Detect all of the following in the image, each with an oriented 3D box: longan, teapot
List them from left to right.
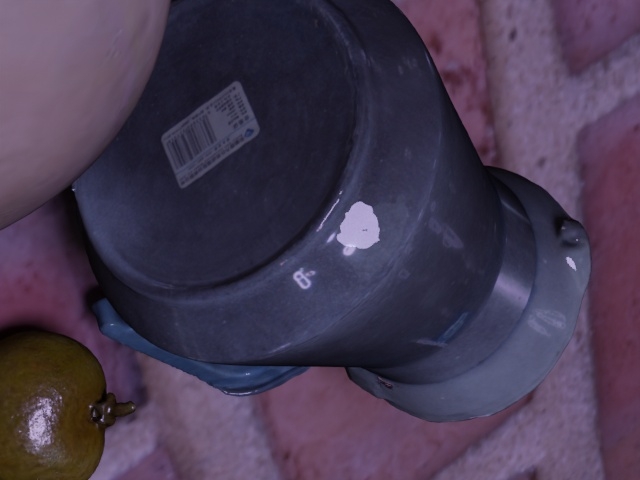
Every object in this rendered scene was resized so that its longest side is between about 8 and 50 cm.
[{"bbox_3d":[-0.119,0.077,0.842,0.075,0.083,0.075,0,90,-71],"label":"longan"},{"bbox_3d":[0.000,0.000,0.855,0.203,0.171,0.225,-29,149,20],"label":"teapot"}]

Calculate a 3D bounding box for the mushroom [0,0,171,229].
[{"bbox_3d":[-0.176,-0.143,0.569,0.292,0.292,0.290,41,55,-47],"label":"mushroom"}]
